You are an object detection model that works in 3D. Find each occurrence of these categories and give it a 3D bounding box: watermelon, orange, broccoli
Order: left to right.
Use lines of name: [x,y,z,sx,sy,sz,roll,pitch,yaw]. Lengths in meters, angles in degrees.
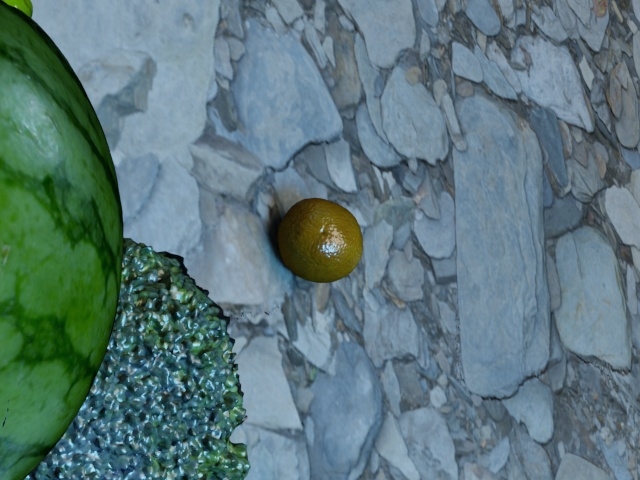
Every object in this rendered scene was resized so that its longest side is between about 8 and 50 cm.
watermelon: [-0.207,0.044,0.606,0.189,0.330,0.331,31,53,-27]
broccoli: [-0.152,0.088,0.804,0.226,0.176,0.198,50,60,-41]
orange: [0.000,0.000,1.109,0.085,0.085,0.085,23,59,-45]

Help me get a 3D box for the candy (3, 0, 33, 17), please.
candy: [-0.282,-0.203,0.824,0.209,0.096,0.097,53,41,-15]
